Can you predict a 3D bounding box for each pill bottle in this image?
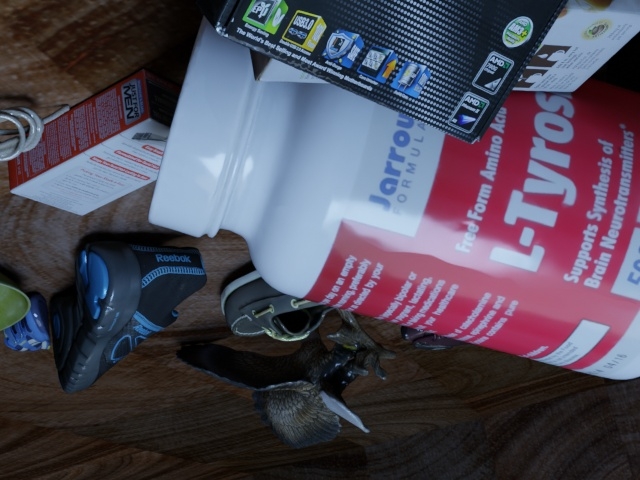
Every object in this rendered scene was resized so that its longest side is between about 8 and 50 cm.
[{"bbox_3d":[0.085,-0.045,0.834,0.408,0.229,0.229,15,154,-8],"label":"pill bottle"}]

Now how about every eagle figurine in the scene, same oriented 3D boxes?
[{"bbox_3d":[-0.041,0.207,1.615,0.298,0.226,0.225,-26,176,21],"label":"eagle figurine"}]

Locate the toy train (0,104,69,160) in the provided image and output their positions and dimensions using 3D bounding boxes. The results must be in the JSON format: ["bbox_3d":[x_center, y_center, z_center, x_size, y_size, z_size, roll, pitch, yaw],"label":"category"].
[{"bbox_3d":[-0.283,-0.088,0.793,0.248,0.105,0.143,-30,177,-31],"label":"toy train"}]

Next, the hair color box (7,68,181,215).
[{"bbox_3d":[-0.187,-0.083,0.947,0.167,0.053,0.093,-21,157,27],"label":"hair color box"}]

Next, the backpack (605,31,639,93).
[{"bbox_3d":[0.465,-0.123,0.970,0.356,0.273,0.290,-21,144,-10],"label":"backpack"}]

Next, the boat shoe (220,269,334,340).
[{"bbox_3d":[-0.041,0.078,1.360,0.109,0.091,0.305,-1,160,-32],"label":"boat shoe"}]

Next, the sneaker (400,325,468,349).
[{"bbox_3d":[0.202,0.124,1.645,0.163,0.106,0.281,-11,161,6],"label":"sneaker"}]

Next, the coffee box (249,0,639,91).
[{"bbox_3d":[0.074,-0.183,0.701,0.247,0.141,0.098,-3,158,-25],"label":"coffee box"}]

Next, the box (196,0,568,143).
[{"bbox_3d":[0.057,-0.164,0.573,0.191,0.045,0.184,19,114,-33],"label":"box"}]

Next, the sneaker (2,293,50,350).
[{"bbox_3d":[-0.376,0.110,1.357,0.059,0.053,0.144,-3,157,-16],"label":"sneaker"}]

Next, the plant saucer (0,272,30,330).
[{"bbox_3d":[-0.460,0.071,1.227,0.241,0.037,0.241,-11,160,-4],"label":"plant saucer"}]

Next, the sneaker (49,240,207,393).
[{"bbox_3d":[-0.244,0.100,1.303,0.140,0.125,0.341,-6,162,-28],"label":"sneaker"}]
